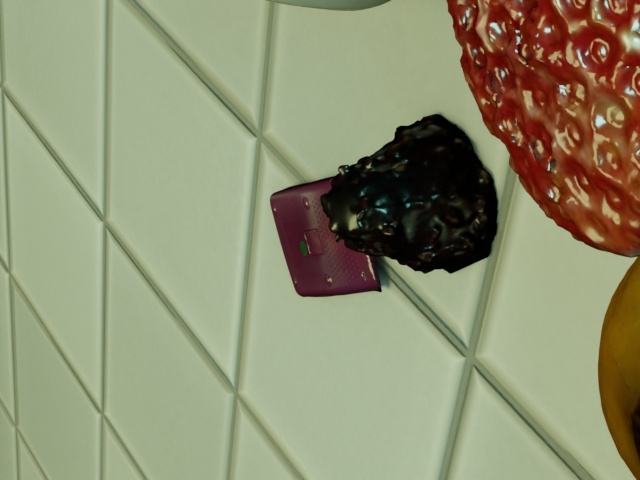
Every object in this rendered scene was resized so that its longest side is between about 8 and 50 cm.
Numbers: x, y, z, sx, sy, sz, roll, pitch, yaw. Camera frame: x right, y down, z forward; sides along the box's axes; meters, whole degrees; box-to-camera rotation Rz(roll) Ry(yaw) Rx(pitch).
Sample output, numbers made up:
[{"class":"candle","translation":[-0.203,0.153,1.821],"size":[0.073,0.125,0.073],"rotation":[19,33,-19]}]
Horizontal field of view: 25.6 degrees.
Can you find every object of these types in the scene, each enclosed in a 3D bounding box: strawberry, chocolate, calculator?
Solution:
[{"class":"strawberry","translation":[0.200,-0.169,0.784],"size":[0.291,0.291,0.310],"rotation":[-16,94,62]},{"class":"chocolate","translation":[0.062,-0.031,1.248],"size":[0.156,0.133,0.156],"rotation":[35,131,51]},{"class":"calculator","translation":[0.000,0.000,1.480],"size":[0.190,0.034,0.127],"rotation":[-10,97,63]}]

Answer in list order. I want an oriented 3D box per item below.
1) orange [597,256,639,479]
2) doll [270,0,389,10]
[{"class":"orange","translation":[0.280,0.077,0.789],"size":[0.246,0.246,0.246],"rotation":[37,135,48]},{"class":"doll","translation":[-0.002,-0.307,1.163],"size":[0.251,0.221,0.221],"rotation":[-88,-4,-65]}]
